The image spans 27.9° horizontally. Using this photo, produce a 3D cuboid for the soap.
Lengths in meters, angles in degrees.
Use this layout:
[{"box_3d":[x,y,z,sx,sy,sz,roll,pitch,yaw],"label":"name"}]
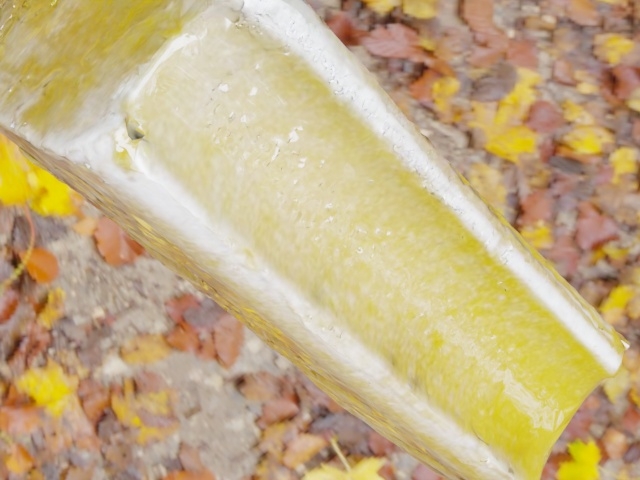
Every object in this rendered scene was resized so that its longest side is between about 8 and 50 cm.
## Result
[{"box_3d":[0.000,0.000,0.442,0.080,0.160,0.257,-52,127,-6],"label":"soap"}]
